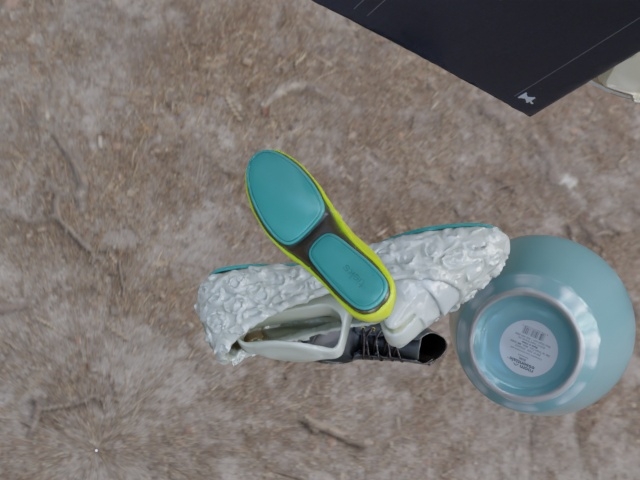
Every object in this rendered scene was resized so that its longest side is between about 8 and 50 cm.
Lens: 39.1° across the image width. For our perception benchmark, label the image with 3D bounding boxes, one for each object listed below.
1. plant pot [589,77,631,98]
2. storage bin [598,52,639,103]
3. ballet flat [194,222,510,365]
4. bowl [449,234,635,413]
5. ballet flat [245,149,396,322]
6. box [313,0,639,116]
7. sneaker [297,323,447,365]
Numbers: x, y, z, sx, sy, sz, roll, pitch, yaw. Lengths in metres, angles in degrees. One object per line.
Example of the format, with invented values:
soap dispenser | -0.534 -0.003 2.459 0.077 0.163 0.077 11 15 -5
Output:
plant pot | 0.430 -0.337 1.153 0.284 0.191 0.284 6 112 15
storage bin | 0.385 -0.261 0.891 0.260 0.123 0.262 3 51 -10
ballet flat | 0.044 0.085 1.140 0.409 0.147 0.147 -11 79 6
bowl | 0.341 0.152 1.455 0.312 0.163 0.311 2 96 22
ballet flat | 0.000 0.000 0.959 0.077 0.077 0.231 -41 67 2
box | 0.154 -0.289 0.661 0.312 0.343 0.179 24 63 -22
sneaker | 0.080 0.148 1.354 0.222 0.118 0.083 -9 110 -34
